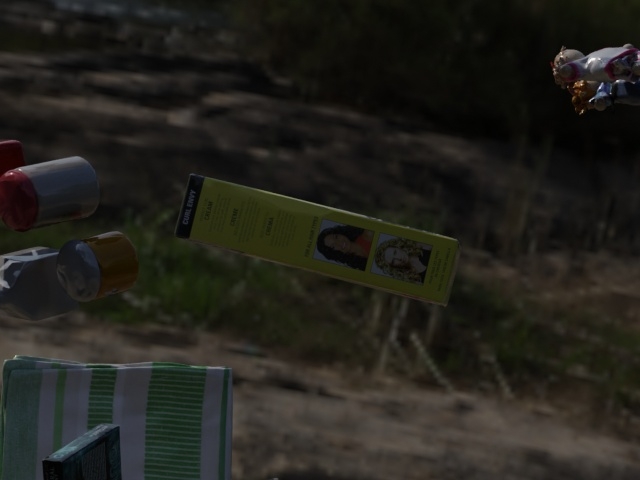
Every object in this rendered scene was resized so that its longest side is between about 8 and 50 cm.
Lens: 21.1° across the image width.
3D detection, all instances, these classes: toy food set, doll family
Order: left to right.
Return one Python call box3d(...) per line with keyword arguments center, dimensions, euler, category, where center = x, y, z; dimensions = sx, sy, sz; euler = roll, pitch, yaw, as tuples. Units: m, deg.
box3d(center=(-0.229, -0.002, 1.100), dimensions=(0.104, 0.111, 0.232), euler=(-15, 15, -41), category="toy food set")
box3d(center=(0.349, -0.175, 1.791), dimensions=(0.263, 0.118, 0.163), euler=(-29, 19, -37), category="doll family")

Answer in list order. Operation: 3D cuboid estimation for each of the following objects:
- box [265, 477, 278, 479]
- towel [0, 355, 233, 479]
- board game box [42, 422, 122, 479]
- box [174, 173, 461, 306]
box3d(center=(-0.214, 0.398, 2.125), dimensions=(0.307, 0.242, 0.076), euler=(-8, 64, -26), category="box")
box3d(center=(-0.279, 0.285, 2.363), dimensions=(0.325, 0.248, 0.038), euler=(3, -10, -19), category="towel")
box3d(center=(-0.249, 0.301, 1.824), dimensions=(0.026, 0.186, 0.126), euler=(4, 13, 21), category="board game box")
box3d(center=(0.000, 0.000, 1.446), dimensions=(0.232, 0.058, 0.087), euler=(14, -2, 6), category="box")
